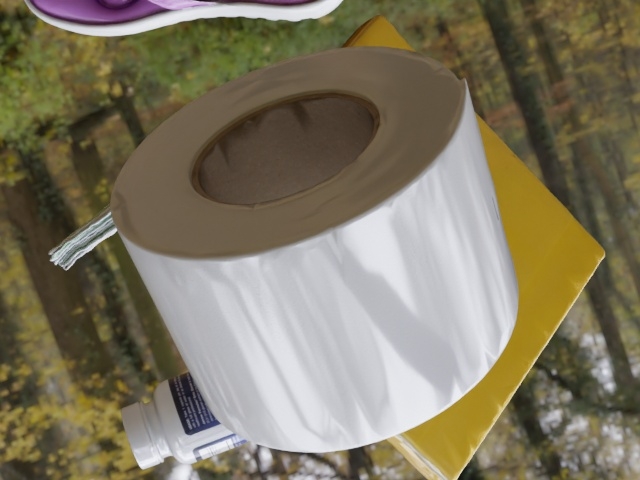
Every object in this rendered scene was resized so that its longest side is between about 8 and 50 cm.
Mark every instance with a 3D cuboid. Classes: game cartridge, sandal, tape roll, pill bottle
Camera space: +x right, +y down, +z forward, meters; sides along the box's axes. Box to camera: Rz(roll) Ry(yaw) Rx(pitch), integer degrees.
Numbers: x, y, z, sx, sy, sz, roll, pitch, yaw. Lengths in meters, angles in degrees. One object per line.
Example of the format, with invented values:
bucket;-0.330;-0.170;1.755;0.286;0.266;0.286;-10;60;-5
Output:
game cartridge;0.076;0.006;1.004;0.285;0.323;0.052;-51;-167;-23
sandal;-0.169;-0.349;1.360;0.416;0.169;0.102;-2;166;6
tape roll;0.000;0.000;0.771;0.246;0.169;0.246;-14;-146;9
pill bottle;-0.122;0.183;1.201;0.169;0.094;0.094;-20;-174;-7

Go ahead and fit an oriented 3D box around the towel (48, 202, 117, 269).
towel;-0.171;-0.034;1.015;0.113;0.023;0.152;-31;-169;28
